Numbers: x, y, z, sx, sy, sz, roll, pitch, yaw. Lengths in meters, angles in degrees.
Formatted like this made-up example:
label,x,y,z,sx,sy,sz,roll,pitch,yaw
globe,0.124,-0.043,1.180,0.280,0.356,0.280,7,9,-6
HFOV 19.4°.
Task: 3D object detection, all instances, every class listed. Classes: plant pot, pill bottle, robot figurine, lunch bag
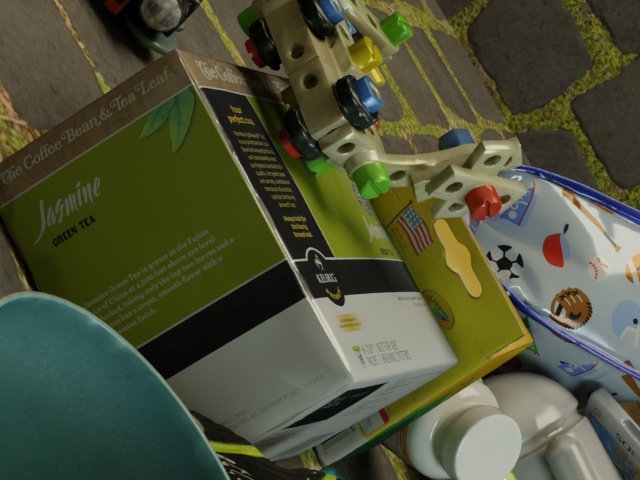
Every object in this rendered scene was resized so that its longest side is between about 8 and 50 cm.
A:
label,x,y,z,sx,sy,sz,roll,pitch,yaw
plant pot,-0.186,0.203,1.116,0.290,0.195,0.290,52,18,-24
pill bottle,0.119,0.187,2.015,0.117,0.117,0.208,46,-9,-37
robot figurine,0.253,0.304,2.195,0.353,0.199,0.300,60,-24,3
lunch bag,0.244,0.055,2.296,0.385,0.328,0.239,30,70,-17

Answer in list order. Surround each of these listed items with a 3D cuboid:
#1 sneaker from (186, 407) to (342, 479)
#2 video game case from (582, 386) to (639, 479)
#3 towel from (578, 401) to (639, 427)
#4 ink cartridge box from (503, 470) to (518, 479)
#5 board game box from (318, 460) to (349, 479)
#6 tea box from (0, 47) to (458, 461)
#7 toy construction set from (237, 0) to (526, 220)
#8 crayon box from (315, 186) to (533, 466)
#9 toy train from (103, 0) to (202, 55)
label,x,y,z,sx,sy,sz,roll,pitch,yaw
sneaker,-0.087,0.232,1.453,0.384,0.147,0.145,29,12,-20
video game case,0.369,0.300,2.238,0.193,0.023,0.212,50,-25,25
towel,0.412,0.228,2.498,0.040,0.370,0.271,2,56,-55
ink cartridge box,0.138,0.381,1.945,0.255,0.097,0.189,-26,84,-39
board game box,0.027,0.312,1.797,0.186,0.026,0.126,60,27,5
tea box,-0.078,0.028,1.687,0.324,0.220,0.329,63,16,10
toy construction set,0.039,-0.133,1.699,0.328,0.151,0.215,53,11,33
crayon box,0.076,0.072,1.880,0.081,0.318,0.202,-17,75,-46
toy train,-0.194,-0.344,2.175,0.190,0.142,0.334,41,23,-14
